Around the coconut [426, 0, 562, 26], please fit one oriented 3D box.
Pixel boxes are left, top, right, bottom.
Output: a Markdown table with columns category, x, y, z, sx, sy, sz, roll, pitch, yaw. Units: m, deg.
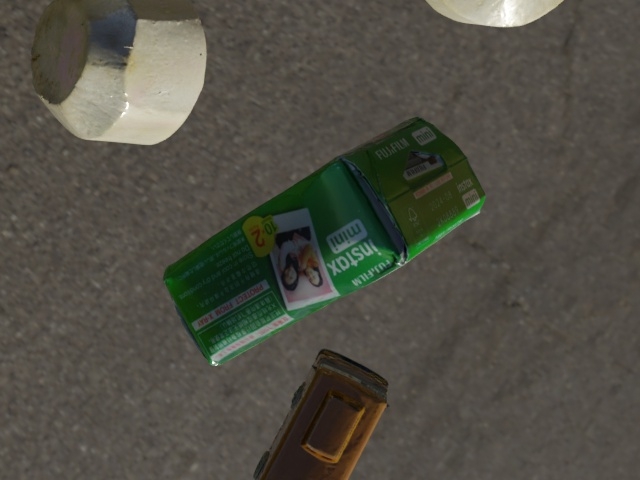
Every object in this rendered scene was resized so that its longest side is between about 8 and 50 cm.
| category | x | y | z | sx | sy | sz | roll | pitch | yaw |
| --- | --- | --- | --- | --- | --- | --- | --- | --- | --- |
| coconut | 0.200 | -0.345 | 1.499 | 0.202 | 0.222 | 0.202 | -2 | 101 | -10 |

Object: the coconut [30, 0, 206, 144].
| category | x | y | z | sx | sy | sz | roll | pitch | yaw |
| --- | --- | --- | --- | --- | --- | --- | --- | --- | --- |
| coconut | -0.263 | -0.240 | 1.756 | 0.241 | 0.241 | 0.241 | -21 | 126 | -31 |

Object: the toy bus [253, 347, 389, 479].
| category | x | y | z | sx | sy | sz | roll | pitch | yaw |
| --- | --- | --- | --- | --- | --- | --- | --- | --- | --- |
| toy bus | -0.005 | 0.232 | 1.479 | 0.098 | 0.114 | 0.201 | 27 | 92 | -2 |

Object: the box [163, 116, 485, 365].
| category | x | y | z | sx | sy | sz | roll | pitch | yaw |
| --- | --- | --- | --- | --- | --- | --- | --- | --- | --- |
| box | 0.000 | 0.000 | 1.124 | 0.250 | 0.103 | 0.180 | -32 | 179 | 36 |
